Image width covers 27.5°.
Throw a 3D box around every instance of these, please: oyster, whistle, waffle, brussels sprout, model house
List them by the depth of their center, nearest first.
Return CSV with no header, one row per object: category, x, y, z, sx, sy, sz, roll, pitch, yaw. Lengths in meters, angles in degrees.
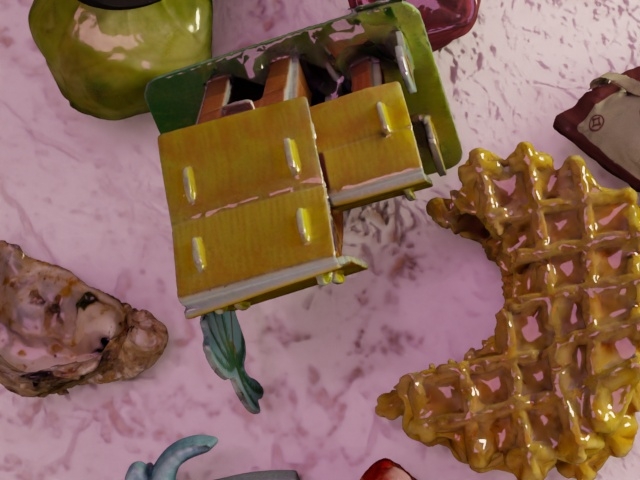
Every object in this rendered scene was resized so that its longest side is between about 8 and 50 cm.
model house,0.000,0.000,1.288,0.300,0.323,0.340,-15,119,10
waffle,0.208,0.076,1.300,0.261,0.151,0.324,13,82,9
whistle,-0.147,0.299,1.345,0.274,0.093,0.186,-18,100,3
oyster,-0.315,0.080,1.440,0.294,0.094,0.166,37,67,26
brussels sprout,-0.214,-0.238,1.447,0.223,0.161,0.223,-5,74,17

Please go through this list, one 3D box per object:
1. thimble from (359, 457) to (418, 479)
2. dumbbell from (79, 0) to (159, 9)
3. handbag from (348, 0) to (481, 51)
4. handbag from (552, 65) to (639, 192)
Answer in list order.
thimble,0.082,0.299,1.246,0.163,0.189,0.125,42,88,16
dumbbell,-0.246,-0.406,1.351,0.204,0.204,0.322,-36,55,1
handbag,0.091,-0.312,1.405,0.146,0.135,0.225,-14,93,9
handbag,0.389,-0.104,1.321,0.213,0.127,0.235,-39,62,-7
